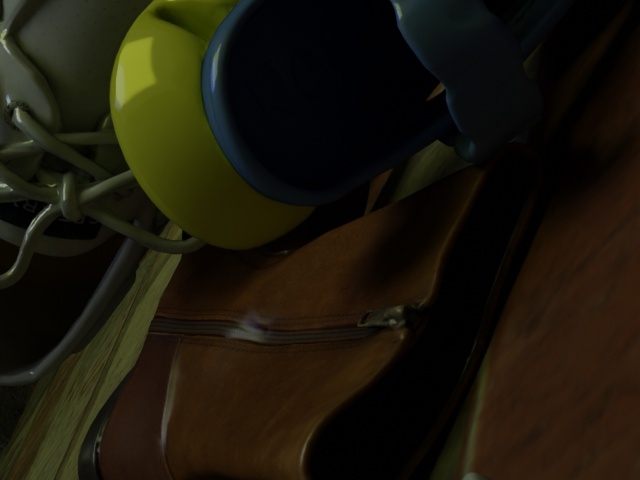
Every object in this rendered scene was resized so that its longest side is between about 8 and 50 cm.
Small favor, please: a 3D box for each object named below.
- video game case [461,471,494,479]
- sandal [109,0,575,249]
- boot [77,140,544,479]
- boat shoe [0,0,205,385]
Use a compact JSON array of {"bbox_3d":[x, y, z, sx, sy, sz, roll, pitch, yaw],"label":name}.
[{"bbox_3d":[0.016,0.147,0.349,0.143,0.019,0.157,-59,11,12],"label":"video game case"},{"bbox_3d":[0.064,-0.118,0.556,0.138,0.126,0.317,-6,41,47],"label":"sandal"},{"bbox_3d":[0.000,0.000,0.634,0.264,0.096,0.280,-56,12,-25],"label":"boot"},{"bbox_3d":[-0.112,-0.042,0.664,0.367,0.136,0.156,-53,17,48],"label":"boat shoe"}]
